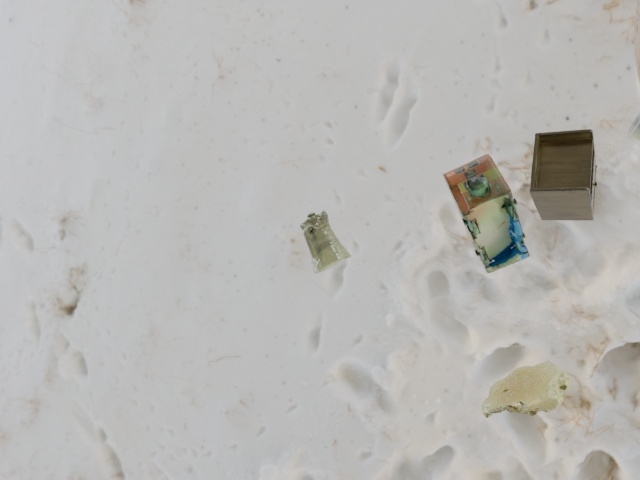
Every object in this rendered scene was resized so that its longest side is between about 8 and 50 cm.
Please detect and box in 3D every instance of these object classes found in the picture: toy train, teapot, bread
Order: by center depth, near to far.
[{"bbox_3d":[0.228,-0.037,0.698,0.072,0.188,0.099,-22,49,16],"label":"toy train"},{"bbox_3d":[0.000,0.000,0.722,0.057,0.067,0.083,-27,82,29],"label":"teapot"},{"bbox_3d":[0.530,0.383,1.331,0.039,0.182,0.251,49,144,-4],"label":"bread"}]

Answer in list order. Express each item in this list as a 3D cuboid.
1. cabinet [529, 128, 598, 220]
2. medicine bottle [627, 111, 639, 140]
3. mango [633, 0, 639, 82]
[{"bbox_3d":[0.675,-0.172,1.405,0.148,0.215,0.175,2,72,32],"label":"cabinet"},{"bbox_3d":[0.623,-0.145,0.824,0.230,0.059,0.059,31,99,13],"label":"medicine bottle"},{"bbox_3d":[0.320,-0.176,0.393,0.144,0.359,0.187,-21,65,30],"label":"mango"}]
